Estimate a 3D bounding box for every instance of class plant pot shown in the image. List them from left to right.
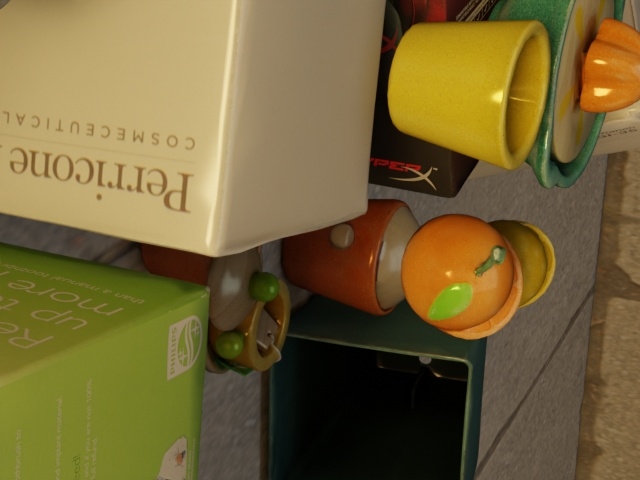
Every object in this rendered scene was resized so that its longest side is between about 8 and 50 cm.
[{"bbox_3d":[0.069,0.120,1.123,0.234,0.165,0.166,-49,144,-64],"label":"plant pot"}]

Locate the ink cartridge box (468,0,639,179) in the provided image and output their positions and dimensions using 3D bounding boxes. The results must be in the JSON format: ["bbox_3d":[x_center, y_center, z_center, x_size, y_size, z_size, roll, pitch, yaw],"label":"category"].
[{"bbox_3d":[0.138,-0.198,0.972,0.117,0.207,0.283,19,64,-65],"label":"ink cartridge box"}]

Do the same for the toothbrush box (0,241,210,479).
[{"bbox_3d":[-0.191,0.079,0.394,0.283,0.206,0.122,-25,123,-63],"label":"toothbrush box"}]

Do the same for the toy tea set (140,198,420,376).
[{"bbox_3d":[0.000,0.000,0.934,0.336,0.124,0.200,-44,139,-56],"label":"toy tea set"}]

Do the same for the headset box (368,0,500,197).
[{"bbox_3d":[-0.012,-0.187,0.700,0.110,0.218,0.293,-53,147,-45],"label":"headset box"}]

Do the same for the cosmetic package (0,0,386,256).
[{"bbox_3d":[-0.083,-0.201,0.533,0.156,0.217,0.385,-13,109,-66],"label":"cosmetic package"}]

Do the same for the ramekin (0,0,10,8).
[{"bbox_3d":[-0.123,-0.177,0.334,0.273,0.127,0.273,22,90,-88],"label":"ramekin"}]

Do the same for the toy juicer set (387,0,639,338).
[{"bbox_3d":[0.140,-0.065,0.715,0.329,0.089,0.209,-45,141,-51],"label":"toy juicer set"}]
